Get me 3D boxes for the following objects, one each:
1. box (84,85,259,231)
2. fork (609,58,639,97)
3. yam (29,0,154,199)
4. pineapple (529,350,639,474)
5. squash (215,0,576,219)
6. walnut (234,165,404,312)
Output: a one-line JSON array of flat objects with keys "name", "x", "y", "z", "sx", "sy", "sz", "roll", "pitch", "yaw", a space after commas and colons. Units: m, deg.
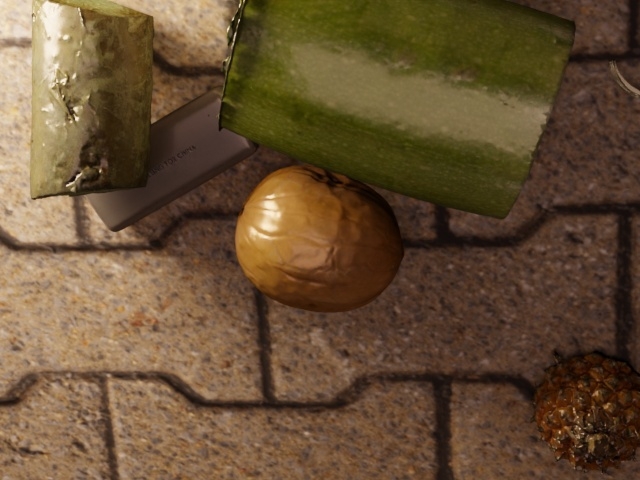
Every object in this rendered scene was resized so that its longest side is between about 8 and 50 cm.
[{"name": "box", "x": -0.205, "y": -0.108, "z": 1.723, "sx": 0.244, "sy": 0.055, "sz": 0.103, "roll": -28, "pitch": 104, "yaw": 16}, {"name": "fork", "x": 0.457, "y": -0.165, "z": 1.625, "sx": 0.219, "sy": 0.034, "sz": 0.028, "roll": 27, "pitch": 85, "yaw": -4}, {"name": "yam", "x": -0.289, "y": -0.180, "z": 1.620, "sx": 0.161, "sy": 0.161, "sz": 0.268, "roll": 4, "pitch": 94, "yaw": 6}, {"name": "pineapple", "x": 0.368, "y": 0.248, "z": 1.731, "sx": 0.176, "sy": 0.137, "sz": 0.161, "roll": 31, "pitch": 112, "yaw": -5}, {"name": "squash", "x": 0.077, "y": -0.195, "z": 1.539, "sx": 0.385, "sy": 0.263, "sz": 0.263, "roll": 17, "pitch": 112, "yaw": 1}, {"name": "walnut", "x": 0.000, "y": 0.000, "z": 1.660, "sx": 0.222, "sy": 0.195, "sz": 0.195, "roll": 12, "pitch": 112, "yaw": -2}]
